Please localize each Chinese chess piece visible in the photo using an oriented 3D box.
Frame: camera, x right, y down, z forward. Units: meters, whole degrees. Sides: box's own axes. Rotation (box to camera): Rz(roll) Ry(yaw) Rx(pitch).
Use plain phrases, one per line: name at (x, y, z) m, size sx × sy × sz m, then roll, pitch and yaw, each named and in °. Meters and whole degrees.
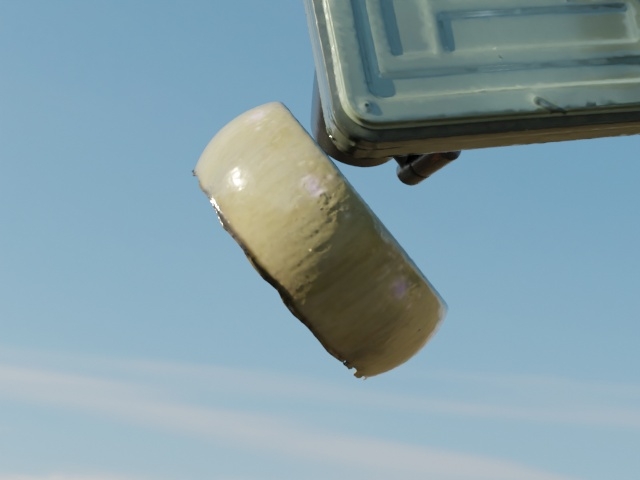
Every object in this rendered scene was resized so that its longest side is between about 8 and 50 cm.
Chinese chess piece at (0.000, 0.000, 1.141) m, size 0.104 × 0.257 × 0.257 m, roll -39°, pitch -29°, yaw 3°

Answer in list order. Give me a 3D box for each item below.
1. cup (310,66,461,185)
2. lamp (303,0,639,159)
cup at (0.075, -0.178, 1.807) m, size 0.166 × 0.239 × 0.177 m, roll -9°, pitch -32°, yaw -17°
lamp at (0.116, -0.192, 0.920) m, size 0.266 × 0.269 × 0.047 m, roll -5°, pitch -21°, yaw -14°
